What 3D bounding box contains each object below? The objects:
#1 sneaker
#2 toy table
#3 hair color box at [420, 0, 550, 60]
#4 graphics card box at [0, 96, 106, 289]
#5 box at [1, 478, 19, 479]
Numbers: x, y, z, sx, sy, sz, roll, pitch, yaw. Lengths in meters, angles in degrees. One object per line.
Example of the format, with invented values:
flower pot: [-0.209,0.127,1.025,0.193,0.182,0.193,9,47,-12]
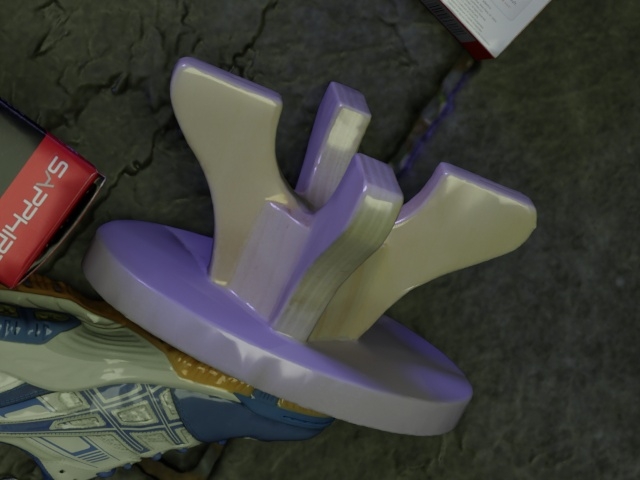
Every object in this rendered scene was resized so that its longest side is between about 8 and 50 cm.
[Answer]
sneaker: [-0.137,0.107,1.104,0.296,0.112,0.131,13,109,-12]
toy table: [0.000,0.000,1.059,0.274,0.252,0.161,19,108,-22]
hair color box: [0.143,-0.220,1.151,0.167,0.053,0.093,-46,102,-4]
graphics card box: [-0.312,-0.118,0.963,0.371,0.233,0.094,38,87,-14]
box: [-0.228,0.236,1.120,0.081,0.028,0.136,29,90,-14]
